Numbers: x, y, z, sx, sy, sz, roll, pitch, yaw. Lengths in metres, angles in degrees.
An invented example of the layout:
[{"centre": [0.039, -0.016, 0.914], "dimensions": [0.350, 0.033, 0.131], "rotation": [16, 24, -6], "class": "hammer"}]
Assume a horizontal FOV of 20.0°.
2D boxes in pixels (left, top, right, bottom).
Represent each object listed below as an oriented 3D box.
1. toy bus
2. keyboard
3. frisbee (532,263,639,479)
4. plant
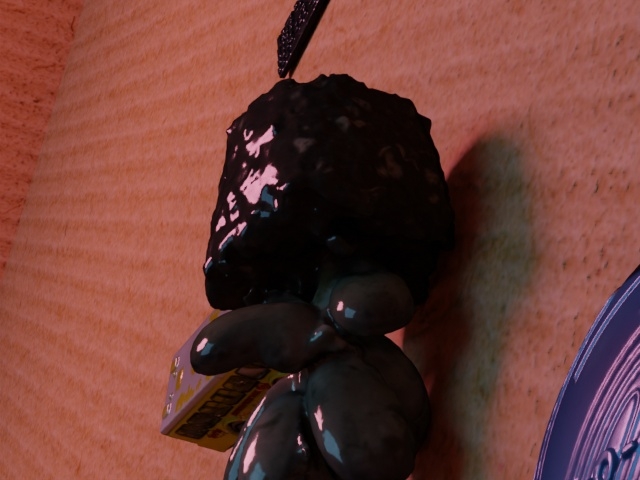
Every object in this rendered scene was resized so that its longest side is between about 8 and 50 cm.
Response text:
[{"centre": [-0.051, 0.084, 1.322], "dimensions": [0.226, 0.074, 0.081], "rotation": [135, 149, -59], "class": "toy bus"}, {"centre": [0.004, -0.233, 1.567], "dimensions": [0.061, 0.013, 0.204], "rotation": [-92, 24, -49], "class": "keyboard"}, {"centre": [0.134, 0.102, 0.757], "dimensions": [0.242, 0.045, 0.242], "rotation": [-162, 90, -73], "class": "frisbee"}, {"centre": [0.002, 0.039, 1.066], "dimensions": [0.146, 0.149, 0.275], "rotation": [130, 150, -54], "class": "plant"}]
